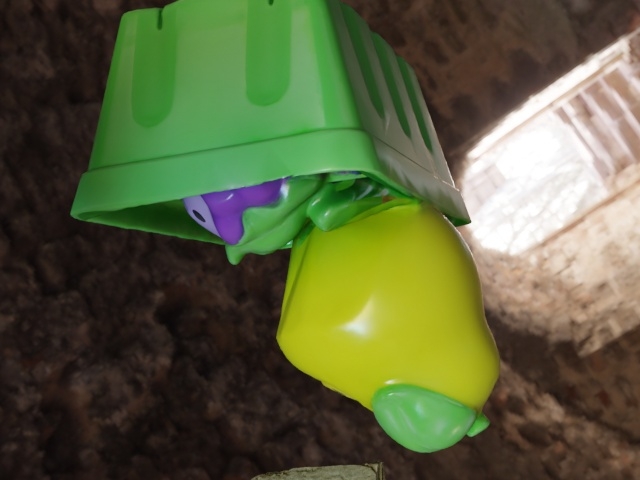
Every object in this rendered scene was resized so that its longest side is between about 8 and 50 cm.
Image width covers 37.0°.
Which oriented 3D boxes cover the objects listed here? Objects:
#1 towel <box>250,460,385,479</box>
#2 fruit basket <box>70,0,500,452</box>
[{"bbox_3d":[-0.004,0.274,0.960,0.110,0.148,0.027,-88,-13,-53],"label":"towel"},{"bbox_3d":[0.000,0.000,0.817,0.392,0.283,0.392,-7,-90,-70],"label":"fruit basket"}]
